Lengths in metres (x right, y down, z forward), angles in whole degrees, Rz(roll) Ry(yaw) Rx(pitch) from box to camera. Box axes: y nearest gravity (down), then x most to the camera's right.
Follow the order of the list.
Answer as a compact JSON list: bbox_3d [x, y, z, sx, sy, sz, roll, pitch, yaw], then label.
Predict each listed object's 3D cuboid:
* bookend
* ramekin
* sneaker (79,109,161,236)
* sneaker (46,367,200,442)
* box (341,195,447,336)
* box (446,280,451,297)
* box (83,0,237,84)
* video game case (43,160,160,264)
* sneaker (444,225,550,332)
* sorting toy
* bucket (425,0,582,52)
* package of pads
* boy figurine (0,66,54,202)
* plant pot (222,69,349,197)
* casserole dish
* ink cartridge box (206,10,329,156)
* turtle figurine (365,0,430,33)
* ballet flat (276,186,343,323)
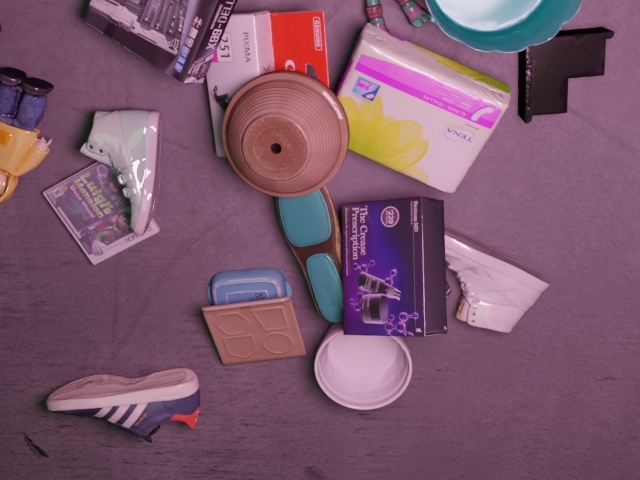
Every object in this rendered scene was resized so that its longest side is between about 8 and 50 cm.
[{"bbox_3d":[0.453,-0.309,1.389,0.157,0.072,0.156,-5,113,5],"label":"bookend"},{"bbox_3d":[0.094,0.252,1.621,0.207,0.109,0.207,2,113,4],"label":"ramekin"},{"bbox_3d":[-0.404,-0.139,1.502,0.151,0.094,0.255,5,103,-4],"label":"sneaker"},{"bbox_3d":[-0.445,0.391,1.701,0.350,0.131,0.148,-5,107,5],"label":"sneaker"},{"bbox_3d":[0.142,0.053,1.451,0.184,0.103,0.261,-4,85,32],"label":"box"},{"bbox_3d":[0.178,0.070,1.545,0.162,0.029,0.116,-8,115,41],"label":"box"},{"bbox_3d":[-0.262,-0.472,1.328,0.243,0.076,0.307,34,112,12],"label":"box"},{"bbox_3d":[-0.462,-0.062,1.577,0.173,0.022,0.190,-26,108,13],"label":"video game case"},{"bbox_3d":[0.308,0.089,1.542,0.293,0.108,0.169,28,108,-9],"label":"sneaker"},{"bbox_3d":[-0.141,0.194,1.626,0.193,0.038,0.208,-7,134,7],"label":"sorting toy"},{"bbox_3d":[0.306,-0.463,1.277,0.281,0.183,0.281,2,113,4],"label":"bucket"},{"bbox_3d":[0.170,-0.235,1.393,0.297,0.101,0.229,22,130,-5],"label":"package of pads"},{"bbox_3d":[-0.636,-0.201,1.497,0.177,0.092,0.285,24,108,-9],"label":"boy figurine"},{"bbox_3d":[-0.070,-0.178,1.344,0.238,0.109,0.237,3,114,7],"label":"plant pot"},{"bbox_3d":[-0.157,0.121,1.624,0.189,0.037,0.114,-4,112,5],"label":"casserole dish"},{"bbox_3d":[-0.100,-0.285,1.393,0.239,0.060,0.275,9,115,30],"label":"ink cartridge box"},{"bbox_3d":[0.097,-0.473,1.322,0.175,0.118,0.234,-13,129,28],"label":"turtle figurine"},{"bbox_3d":[0.000,0.000,1.524,0.123,0.123,0.348,-15,107,10],"label":"ballet flat"}]
